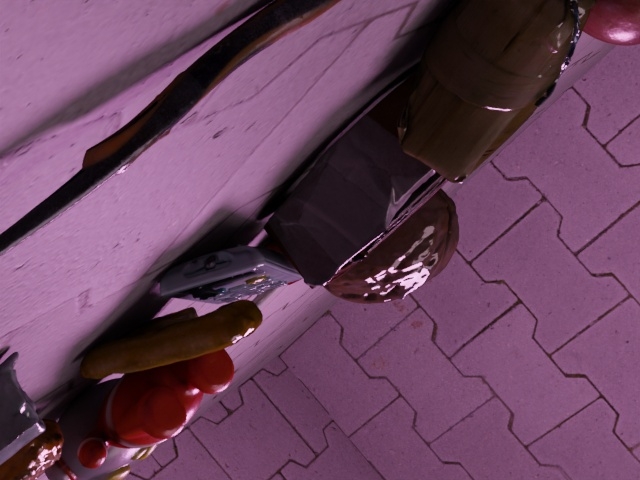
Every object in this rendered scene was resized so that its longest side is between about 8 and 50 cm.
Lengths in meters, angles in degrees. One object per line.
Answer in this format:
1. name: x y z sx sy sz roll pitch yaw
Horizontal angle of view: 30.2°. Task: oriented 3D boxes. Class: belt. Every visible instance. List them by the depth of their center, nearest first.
1. belt: 0.056 -0.061 1.202 0.261 0.105 0.184 -42 175 22

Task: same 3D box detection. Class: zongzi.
1. zongzi: 0.186 -0.195 1.051 0.256 0.115 0.228 -45 172 -39

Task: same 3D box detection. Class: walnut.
1. walnut: 0.085 0.002 1.646 0.230 0.178 0.178 -30 179 22

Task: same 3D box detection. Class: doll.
1. doll: -0.214 0.202 1.315 0.200 0.105 0.336 -43 -173 -38

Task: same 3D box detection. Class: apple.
1. apple: 0.345 -0.285 1.312 0.153 0.120 0.153 -41 174 -5

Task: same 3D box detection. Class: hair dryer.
1. hair dryer: -0.094 0.094 1.811 0.124 0.038 0.063 -44 177 -26

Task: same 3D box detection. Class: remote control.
1. remote control: -0.085 0.032 1.222 0.103 0.051 0.293 -18 176 5

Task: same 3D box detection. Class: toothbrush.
1. toothbrush: -0.089 -0.059 0.597 0.321 0.031 0.023 -38 -158 -23

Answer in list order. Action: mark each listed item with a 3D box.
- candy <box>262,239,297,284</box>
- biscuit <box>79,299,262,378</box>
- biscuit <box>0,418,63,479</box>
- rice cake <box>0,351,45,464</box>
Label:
1. candy: 0.001 0.000 1.389 0.292 0.059 0.086 -26 -172 38
2. biscuit: -0.131 0.091 1.186 0.183 0.039 0.174 -16 -178 24
3. biscuit: -0.420 0.320 1.230 0.379 0.054 0.094 -41 176 3
4. rice cake: -0.292 0.173 0.884 0.206 0.063 0.069 -39 176 -18
